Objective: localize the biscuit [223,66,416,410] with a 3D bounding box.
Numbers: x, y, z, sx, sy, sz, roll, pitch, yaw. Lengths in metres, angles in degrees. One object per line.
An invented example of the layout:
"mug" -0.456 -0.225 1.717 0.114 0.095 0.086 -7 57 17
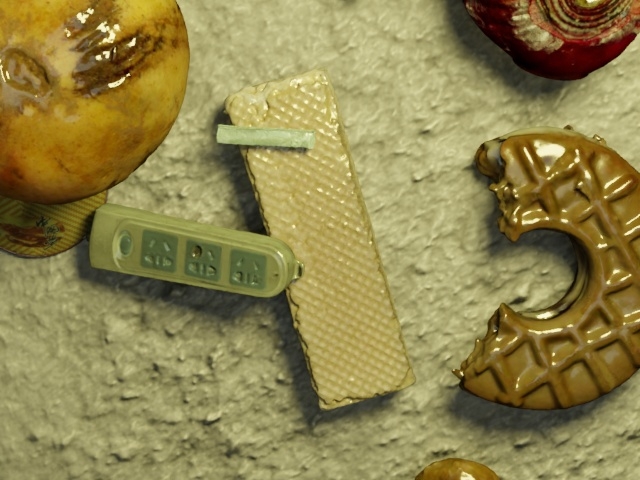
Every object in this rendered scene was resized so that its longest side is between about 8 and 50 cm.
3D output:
"biscuit" 0.000 0.000 1.694 0.144 0.078 0.426 -15 100 3

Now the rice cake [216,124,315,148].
"rice cake" -0.066 -0.126 1.620 0.121 0.021 0.022 4 110 0

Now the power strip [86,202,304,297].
"power strip" -0.160 0.017 1.668 0.285 0.048 0.080 11 108 12

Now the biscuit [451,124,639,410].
"biscuit" 0.313 0.041 1.692 0.268 0.115 0.366 6 102 -3

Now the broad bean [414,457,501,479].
"broad bean" 0.188 0.393 1.753 0.156 0.122 0.229 -10 95 26

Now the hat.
"hat" -0.365 -0.066 1.671 0.193 0.082 0.193 0 101 0

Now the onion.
"onion" 0.262 -0.307 1.581 0.207 0.216 0.206 -2 126 -4

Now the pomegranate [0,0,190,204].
"pomegranate" -0.306 -0.202 1.545 0.322 0.322 0.322 0 101 -1
